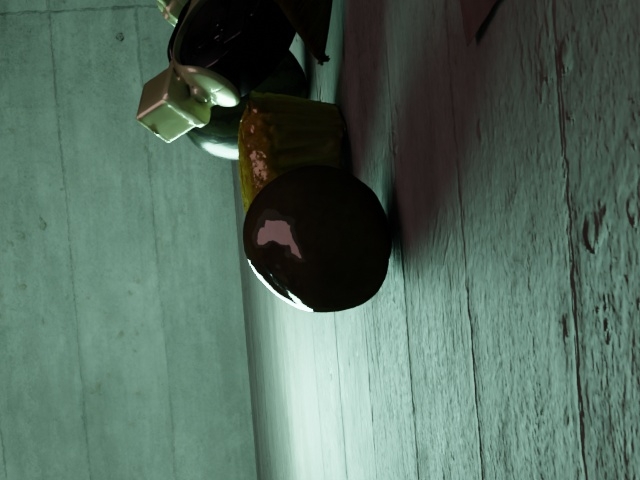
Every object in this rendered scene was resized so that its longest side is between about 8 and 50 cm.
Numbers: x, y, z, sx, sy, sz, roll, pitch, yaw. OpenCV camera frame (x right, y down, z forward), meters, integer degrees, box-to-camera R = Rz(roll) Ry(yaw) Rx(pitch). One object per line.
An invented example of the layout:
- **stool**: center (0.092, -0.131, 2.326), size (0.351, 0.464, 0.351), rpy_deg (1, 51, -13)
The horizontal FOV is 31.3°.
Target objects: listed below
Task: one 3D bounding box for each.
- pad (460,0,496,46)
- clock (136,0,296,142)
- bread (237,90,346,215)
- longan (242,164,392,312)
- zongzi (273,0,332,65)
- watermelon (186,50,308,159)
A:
- **pad**: center (0.126, -0.231, 0.826), size (0.188, 0.006, 0.113), rpy_deg (118, 147, -72)
- **clock**: center (-0.141, -0.334, 1.616), size (0.120, 0.276, 0.379), rpy_deg (38, -141, -33)
- **bread**: center (-0.042, -0.085, 1.560), size (0.240, 0.139, 0.240), rpy_deg (175, 90, -82)
- **longan**: center (0.000, 0.000, 1.286), size (0.187, 0.167, 0.167), rpy_deg (-130, 34, -53)
- **zongzi**: center (-0.019, -0.363, 1.392), size (0.221, 0.112, 0.242), rpy_deg (121, 135, -74)
- **watermelon**: center (-0.122, -0.227, 1.787), size (0.212, 0.212, 0.212), rpy_deg (175, 90, -81)
